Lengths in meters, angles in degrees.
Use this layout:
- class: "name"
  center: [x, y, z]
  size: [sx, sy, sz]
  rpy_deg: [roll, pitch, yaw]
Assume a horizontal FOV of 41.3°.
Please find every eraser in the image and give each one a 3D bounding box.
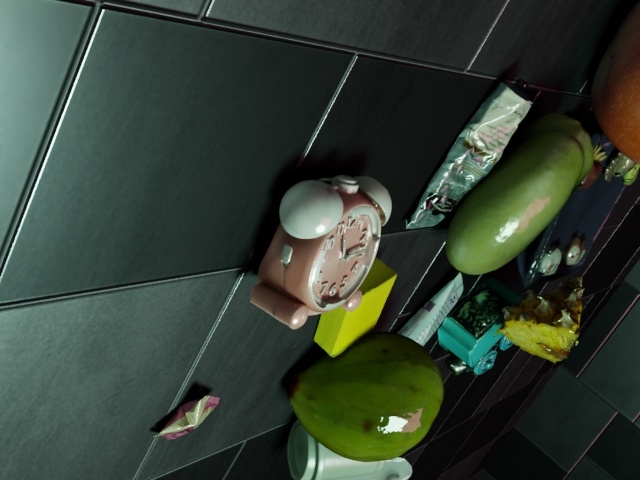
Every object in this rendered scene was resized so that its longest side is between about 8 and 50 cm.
- class: "eraser"
  center: [0.047, 0.094, 1.189]
  size: [0.097, 0.045, 0.122]
  rpy_deg: [-29, 148, -38]

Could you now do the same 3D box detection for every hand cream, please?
- class: "hand cream"
  center: [0.202, -0.117, 1.162]
  size: [0.075, 0.052, 0.248]
  rpy_deg: [17, 119, -38]
- class: "hand cream"
  center: [0.141, 0.192, 1.462]
  size: [0.331, 0.058, 0.085]
  rpy_deg: [-44, 150, -10]

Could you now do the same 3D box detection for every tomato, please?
- class: "tomato"
  center: [0.569, -0.261, 1.293]
  size: [0.341, 0.273, 0.341]
  rpy_deg: [15, 90, -80]

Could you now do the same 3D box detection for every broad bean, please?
- class: "broad bean"
  center: [0.294, -0.070, 1.253]
  size: [0.291, 0.119, 0.238]
  rpy_deg: [-47, 176, -12]

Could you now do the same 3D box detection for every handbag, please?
- class: "handbag"
  center: [0.459, -0.077, 1.541]
  size: [0.303, 0.122, 0.329]
  rpy_deg: [-8, 131, -54]

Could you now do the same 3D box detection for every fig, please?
- class: "fig"
  center: [0.061, 0.222, 1.255]
  size: [0.225, 0.203, 0.203]
  rpy_deg: [18, 117, -20]

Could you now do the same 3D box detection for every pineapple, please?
- class: "pineapple"
  center: [0.415, 0.123, 1.578]
  size: [0.250, 0.140, 0.164]
  rpy_deg: [53, 54, -75]

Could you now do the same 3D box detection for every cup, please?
- class: "cup"
  center: [0.028, 0.338, 1.363]
  size: [0.141, 0.120, 0.120]
  rpy_deg: [7, 128, -19]

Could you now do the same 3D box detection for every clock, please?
- class: "clock"
  center: [0.000, 0.000, 0.945]
  size: [0.166, 0.093, 0.162]
  rpy_deg: [-9, 124, -54]

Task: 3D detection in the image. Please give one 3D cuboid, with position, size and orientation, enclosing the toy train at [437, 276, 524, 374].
- class: "toy train"
  center: [0.319, 0.173, 1.679]
  size: [0.198, 0.107, 0.154]
  rpy_deg: [-41, 146, -17]

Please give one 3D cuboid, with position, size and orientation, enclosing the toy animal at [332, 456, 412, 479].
- class: "toy animal"
  center: [0.041, 0.520, 1.631]
  size: [0.249, 0.174, 0.289]
  rpy_deg: [-35, 152, -53]

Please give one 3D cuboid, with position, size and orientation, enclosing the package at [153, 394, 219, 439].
- class: "package"
  center: [-0.163, 0.219, 1.041]
  size: [0.083, 0.029, 0.059]
  rpy_deg: [-37, 162, -1]
